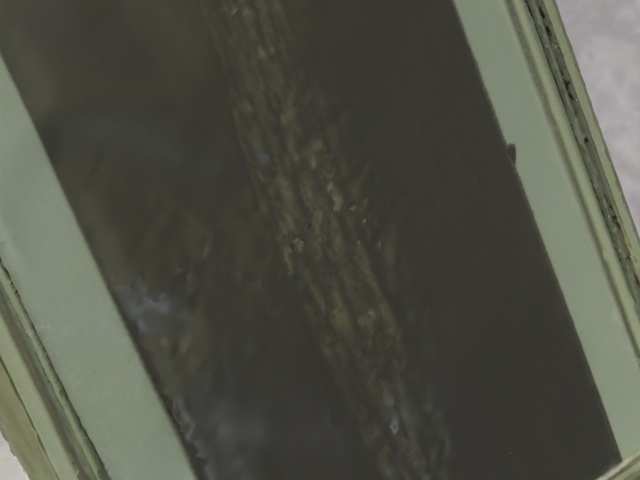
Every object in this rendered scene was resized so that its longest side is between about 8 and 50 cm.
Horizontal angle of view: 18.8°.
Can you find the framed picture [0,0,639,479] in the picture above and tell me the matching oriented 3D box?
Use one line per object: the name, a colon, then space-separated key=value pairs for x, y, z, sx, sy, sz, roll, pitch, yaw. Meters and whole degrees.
framed picture: x=0.000 y=0.000 z=0.590 sx=0.018 sy=0.231 sz=0.293 roll=11 pitch=128 yaw=60
